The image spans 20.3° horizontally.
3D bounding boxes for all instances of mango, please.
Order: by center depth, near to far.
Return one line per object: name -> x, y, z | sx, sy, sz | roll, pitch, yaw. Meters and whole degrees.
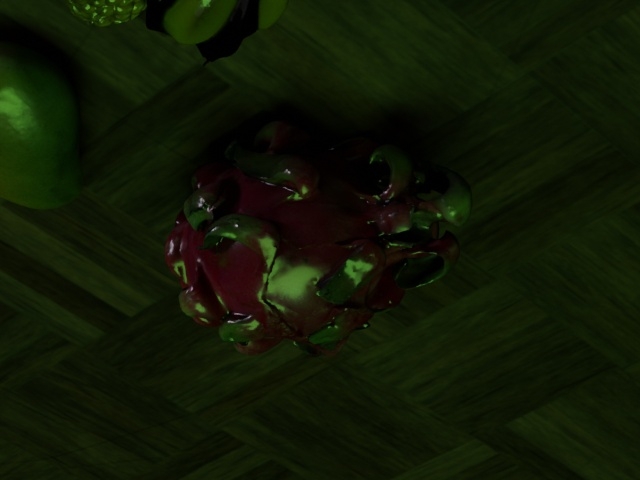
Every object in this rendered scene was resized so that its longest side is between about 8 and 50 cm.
mango -> -0.270, -0.095, 1.561 | 0.122, 0.085, 0.191 | 2, 139, -4

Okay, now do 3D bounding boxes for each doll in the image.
doll -> -0.069, -0.229, 1.389 | 0.127, 0.088, 0.249 | 11, 136, -11

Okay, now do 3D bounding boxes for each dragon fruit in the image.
dragon fruit -> -0.004, 0.000, 1.593 | 0.273, 0.218, 0.198 | -5, -175, 2

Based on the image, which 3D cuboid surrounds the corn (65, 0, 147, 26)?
corn -> -0.165, -0.285, 1.321 | 0.101, 0.101, 0.310 | 7, 144, -5
